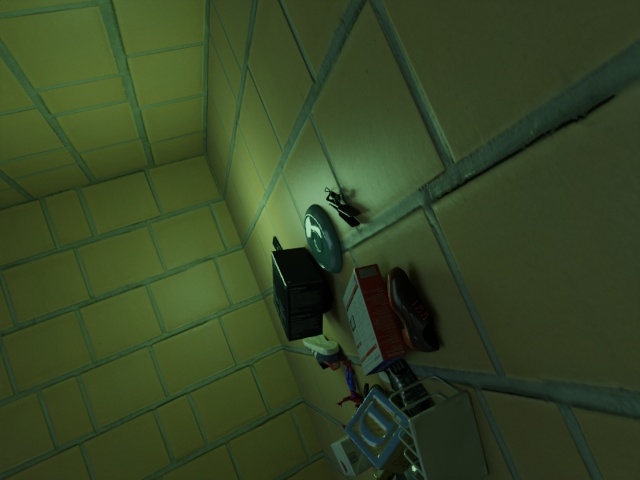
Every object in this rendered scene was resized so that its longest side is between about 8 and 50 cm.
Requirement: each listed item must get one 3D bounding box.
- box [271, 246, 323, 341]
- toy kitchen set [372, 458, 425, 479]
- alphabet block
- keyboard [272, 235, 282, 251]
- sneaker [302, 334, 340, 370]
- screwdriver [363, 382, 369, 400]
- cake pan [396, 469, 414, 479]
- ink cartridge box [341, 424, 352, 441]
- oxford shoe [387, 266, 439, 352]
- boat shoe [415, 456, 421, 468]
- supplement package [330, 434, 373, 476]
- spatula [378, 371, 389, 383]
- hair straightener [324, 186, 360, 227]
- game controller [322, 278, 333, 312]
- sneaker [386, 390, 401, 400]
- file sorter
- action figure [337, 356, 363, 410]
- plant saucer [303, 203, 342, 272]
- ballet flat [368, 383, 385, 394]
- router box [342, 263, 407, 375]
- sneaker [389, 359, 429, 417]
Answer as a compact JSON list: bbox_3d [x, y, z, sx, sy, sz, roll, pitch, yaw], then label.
[{"bbox_3d":[-0.117,0.251,2.009,0.343,0.178,0.313,-125,30,-58],"label":"box"},{"bbox_3d":[0.326,0.925,1.591,0.122,0.166,0.207,40,171,-14],"label":"toy kitchen set"},{"bbox_3d":[0.239,0.665,1.442,0.192,0.194,0.197,35,176,46],"label":"alphabet block"},{"bbox_3d":[-0.256,0.065,2.568,0.180,0.023,0.108,59,152,31],"label":"keyboard"},{"bbox_3d":[0.005,0.614,2.245,0.350,0.131,0.148,-178,73,-69],"label":"sneaker"},{"bbox_3d":[0.184,0.682,1.715,0.024,0.025,0.170,112,171,-65],"label":"screwdriver"},{"bbox_3d":[0.374,1.055,1.684,0.293,0.054,0.294,173,90,-83],"label":"cake pan"},{"bbox_3d":[0.216,0.904,1.845,0.056,0.224,0.181,-68,-35,-45],"label":"ink cartridge box"},{"bbox_3d":[0.277,0.200,1.195,0.098,0.096,0.272,-7,110,53],"label":"oxford shoe"},{"bbox_3d":[0.390,0.774,1.416,0.258,0.108,0.089,-17,90,69],"label":"boat shoe"},{"bbox_3d":[0.188,1.131,2.204,0.178,0.175,0.293,60,159,22],"label":"supplement package"},{"bbox_3d":[0.213,0.481,1.725,0.242,0.019,0.168,14,123,67],"label":"spatula"},{"bbox_3d":[0.072,-0.137,1.464,0.230,0.047,0.089,-127,25,-50],"label":"hair straightener"},{"bbox_3d":[-0.013,0.290,2.069,0.167,0.067,0.319,65,160,11],"label":"game controller"},{"bbox_3d":[0.296,0.735,1.633,0.125,0.104,0.262,35,141,55],"label":"sneaker"},{"bbox_3d":[0.340,0.578,1.228,0.173,0.192,0.278,-164,56,-70],"label":"file sorter"},{"bbox_3d":[0.125,0.742,2.058,0.281,0.138,0.091,70,162,-8],"label":"action figure"},{"bbox_3d":[0.000,0.000,1.783,0.318,0.043,0.318,53,155,40],"label":"plant saucer"},{"bbox_3d":[0.235,0.740,1.818,0.124,0.116,0.343,-101,8,-46],"label":"ballet flat"},{"bbox_3d":[0.171,0.283,1.410,0.336,0.082,0.302,99,157,-65],"label":"router box"},{"bbox_3d":[0.308,0.537,1.452,0.132,0.086,0.229,85,166,-50],"label":"sneaker"}]
